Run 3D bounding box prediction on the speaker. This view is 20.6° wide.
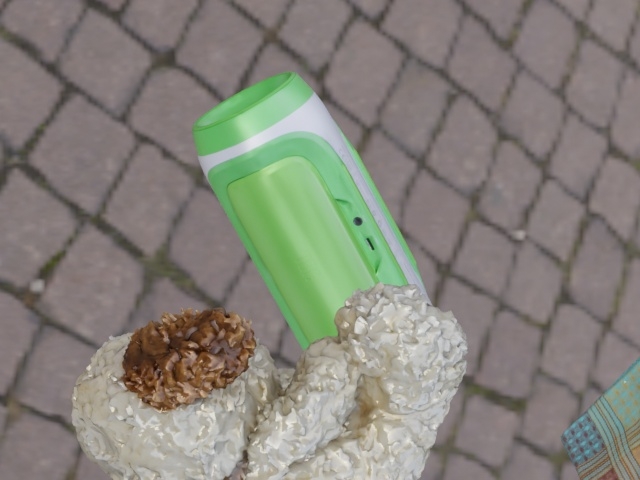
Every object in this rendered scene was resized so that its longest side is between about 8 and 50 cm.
[{"bbox_3d":[0.000,0.000,1.603,0.131,0.131,0.297,-38,106,-33],"label":"speaker"}]

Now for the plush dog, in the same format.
[{"bbox_3d":[-0.057,0.133,1.157,0.225,0.262,0.211,23,59,-16],"label":"plush dog"}]

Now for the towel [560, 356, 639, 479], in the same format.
[{"bbox_3d":[0.470,0.225,2.226,0.040,0.271,0.370,24,119,-33],"label":"towel"}]
